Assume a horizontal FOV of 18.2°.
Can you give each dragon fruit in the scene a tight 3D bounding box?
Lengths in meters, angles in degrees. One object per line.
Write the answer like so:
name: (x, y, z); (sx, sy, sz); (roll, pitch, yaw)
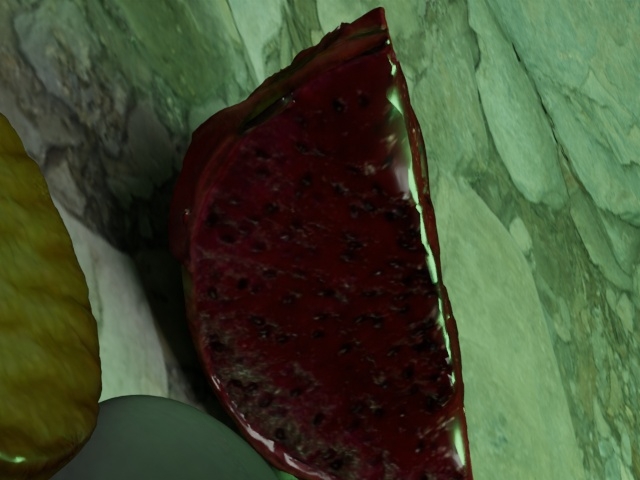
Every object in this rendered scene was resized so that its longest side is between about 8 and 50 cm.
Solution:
dragon fruit: (0.000, 0.000, 1.057); (0.211, 0.134, 0.262); (-76, 156, -68)

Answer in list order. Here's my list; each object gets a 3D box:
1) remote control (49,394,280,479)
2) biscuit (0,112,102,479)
remote control: (-0.067, 0.202, 0.783); (0.221, 0.103, 0.332); (60, 25, -25)
biscuit: (-0.184, -0.044, 0.693); (0.318, 0.040, 0.318); (51, 13, -16)
